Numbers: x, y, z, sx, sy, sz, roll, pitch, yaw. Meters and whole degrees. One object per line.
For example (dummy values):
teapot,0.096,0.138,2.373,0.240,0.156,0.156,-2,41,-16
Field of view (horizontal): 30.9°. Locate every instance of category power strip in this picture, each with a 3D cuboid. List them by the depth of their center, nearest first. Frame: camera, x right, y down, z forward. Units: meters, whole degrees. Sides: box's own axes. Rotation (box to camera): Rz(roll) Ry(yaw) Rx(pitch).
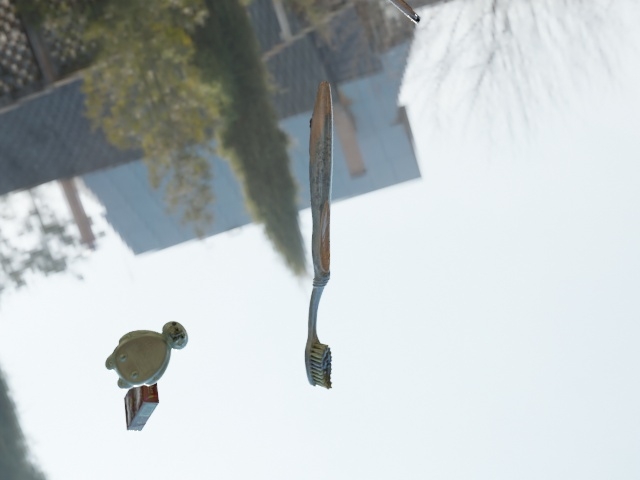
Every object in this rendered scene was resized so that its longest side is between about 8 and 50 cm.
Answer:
power strip,-0.162,0.107,1.100,0.083,0.055,0.035,-33,-178,-13

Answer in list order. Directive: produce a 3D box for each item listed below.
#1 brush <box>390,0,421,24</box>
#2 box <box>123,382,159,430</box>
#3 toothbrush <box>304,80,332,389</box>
brush,0.029,-0.421,1.782,0.067,0.312,0.072,-48,-156,16
box,-0.238,0.212,1.536,0.023,0.052,0.082,7,141,-25
toothbrush,0.000,0.000,1.357,0.037,0.375,0.028,16,-158,42
